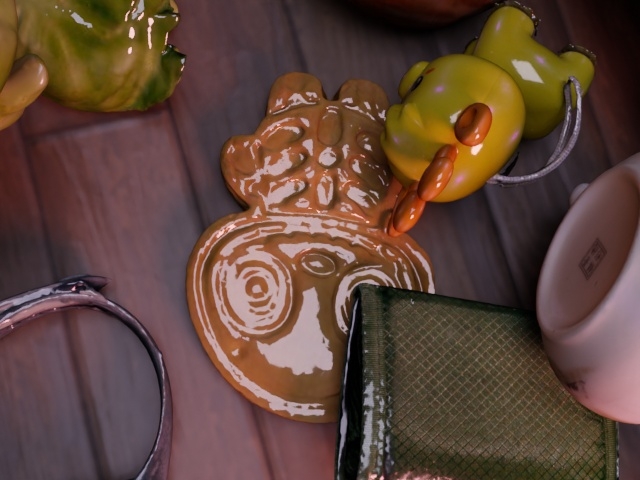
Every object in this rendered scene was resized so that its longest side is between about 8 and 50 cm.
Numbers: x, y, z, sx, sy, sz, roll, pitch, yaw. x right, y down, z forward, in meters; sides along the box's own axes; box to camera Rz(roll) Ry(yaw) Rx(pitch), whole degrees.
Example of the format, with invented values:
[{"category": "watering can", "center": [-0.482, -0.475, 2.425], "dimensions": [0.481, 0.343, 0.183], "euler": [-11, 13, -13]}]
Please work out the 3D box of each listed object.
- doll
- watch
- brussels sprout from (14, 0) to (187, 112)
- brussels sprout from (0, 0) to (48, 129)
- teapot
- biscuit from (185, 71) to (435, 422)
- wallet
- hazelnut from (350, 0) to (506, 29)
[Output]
[{"category": "doll", "center": [0.119, -0.087, 0.647], "dimensions": [0.135, 0.143, 0.221], "euler": [39, 52, 0]}, {"category": "watch", "center": [-0.211, 0.132, 0.608], "dimensions": [0.207, 0.068, 0.192], "euler": [-14, 78, -14]}, {"category": "brussels sprout", "center": [-0.191, -0.175, 0.660], "dimensions": [0.181, 0.100, 0.139], "euler": [23, 96, -14]}, {"category": "brussels sprout", "center": [-0.349, -0.098, 0.469], "dimensions": [0.315, 0.371, 0.275], "euler": [-37, 105, -19]}, {"category": "teapot", "center": [0.247, 0.026, 0.599], "dimensions": [0.140, 0.204, 0.298], "euler": [21, 33, -6]}, {"category": "biscuit", "center": [0.000, 0.000, 0.676], "dimensions": [0.202, 0.044, 0.288], "euler": [11, 80, -6]}, {"category": "wallet", "center": [0.128, 0.127, 0.645], "dimensions": [0.236, 0.055, 0.160], "euler": [12, 74, -22]}, {"category": "hazelnut", "center": [0.086, -0.286, 0.683], "dimensions": [0.210, 0.210, 0.186], "euler": [-21, 59, -11]}]
